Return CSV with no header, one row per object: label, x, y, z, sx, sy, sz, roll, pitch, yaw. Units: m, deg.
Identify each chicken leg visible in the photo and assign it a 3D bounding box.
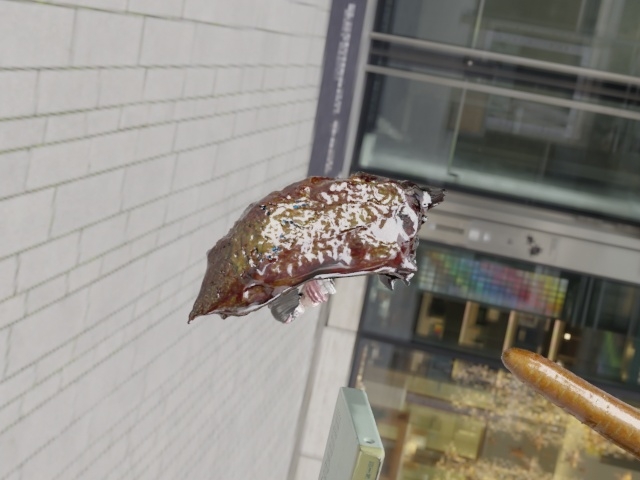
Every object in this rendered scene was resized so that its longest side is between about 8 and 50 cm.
chicken leg,0.000,0.000,0.763,0.063,0.234,0.105,173,-93,-70

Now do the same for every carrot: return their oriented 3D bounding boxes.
carrot,0.264,0.160,0.813,0.043,0.248,0.043,-58,178,-3

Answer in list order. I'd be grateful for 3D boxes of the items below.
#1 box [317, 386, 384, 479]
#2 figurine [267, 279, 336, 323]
box,0.031,0.365,1.329,0.211,0.045,0.270,-111,-148,-73
figurine,-0.037,0.098,1.686,0.054,0.129,0.072,50,10,-48
